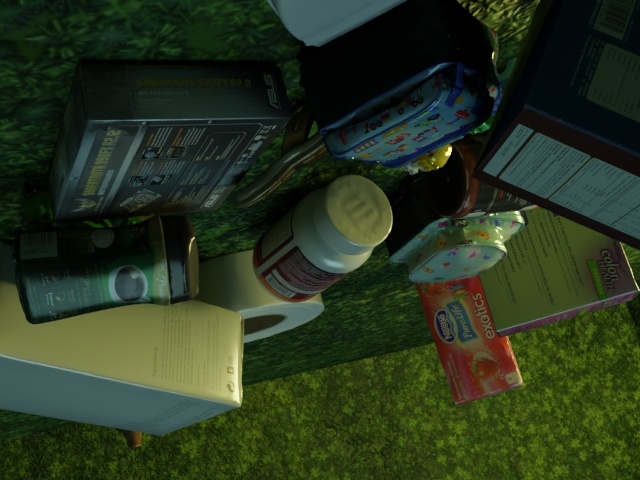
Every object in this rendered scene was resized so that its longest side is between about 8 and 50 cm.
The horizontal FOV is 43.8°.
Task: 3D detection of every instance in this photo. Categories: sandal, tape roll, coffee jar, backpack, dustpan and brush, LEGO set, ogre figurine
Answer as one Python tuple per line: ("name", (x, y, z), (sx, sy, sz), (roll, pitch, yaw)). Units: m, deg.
("sandal", (-0.023, -0.101, 0.817), (0.180, 0.049, 0.072), (-37, 177, 2))
("tape roll", (-0.140, 0.106, 1.382), (0.286, 0.100, 0.286), (-14, 164, -4))
("coffee jar", (-0.221, 0.028, 0.841), (0.184, 0.079, 0.096), (-7, 125, -14))
("backpack", (0.088, -0.137, 0.717), (0.158, 0.117, 0.173), (-23, 165, 31))
("backpack", (0.204, -0.021, 1.178), (0.188, 0.144, 0.166), (-11, 159, -25))
("dustpan and brush", (-0.001, -0.208, 0.523), (0.147, 0.060, 0.211), (-23, 169, 23))
("LEGO set", (0.151, -0.111, 0.821), (0.227, 0.093, 0.087), (-11, 148, 45))
("ogre figurine", (-0.266, 0.002, 0.918), (0.118, 0.097, 0.197), (-39, 165, 31))

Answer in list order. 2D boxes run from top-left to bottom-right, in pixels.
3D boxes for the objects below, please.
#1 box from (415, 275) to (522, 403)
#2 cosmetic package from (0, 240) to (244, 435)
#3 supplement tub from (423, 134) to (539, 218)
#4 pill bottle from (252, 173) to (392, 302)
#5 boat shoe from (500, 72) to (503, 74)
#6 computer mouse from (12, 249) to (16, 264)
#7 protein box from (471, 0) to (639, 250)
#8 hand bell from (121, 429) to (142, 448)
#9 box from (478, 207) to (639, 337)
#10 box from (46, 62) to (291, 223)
("box", (0.306, 0.178, 1.658), (0.142, 0.300, 0.154), (-20, 165, 11))
("cosmetic package", (-0.320, 0.155, 1.111), (0.217, 0.156, 0.385), (-26, 143, 37))
("supplement tub", (0.241, -0.088, 1.042), (0.198, 0.106, 0.106), (-7, 163, -25))
("pill bottle", (0.000, 0.000, 1.097), (0.121, 0.121, 0.221), (-5, 162, -31))
("boat shoe", (0.274, -0.159, 0.895), (0.083, 0.065, 0.183), (-22, 161, 39))
("computer mouse", (-0.280, 0.023, 1.028), (0.041, 0.071, 0.242), (-38, 156, 32))
("protein box", (0.264, -0.118, 0.643), (0.201, 0.200, 0.136), (24, 162, 1))
("hand bell", (-0.346, 0.243, 1.402), (0.126, 0.242, 0.126), (-14, 164, -4))
("box", (0.395, 0.031, 1.392), (0.243, 0.213, 0.117), (-19, 164, 12))
("box", (-0.156, -0.088, 0.770), (0.183, 0.056, 0.231), (-5, 162, -27))
